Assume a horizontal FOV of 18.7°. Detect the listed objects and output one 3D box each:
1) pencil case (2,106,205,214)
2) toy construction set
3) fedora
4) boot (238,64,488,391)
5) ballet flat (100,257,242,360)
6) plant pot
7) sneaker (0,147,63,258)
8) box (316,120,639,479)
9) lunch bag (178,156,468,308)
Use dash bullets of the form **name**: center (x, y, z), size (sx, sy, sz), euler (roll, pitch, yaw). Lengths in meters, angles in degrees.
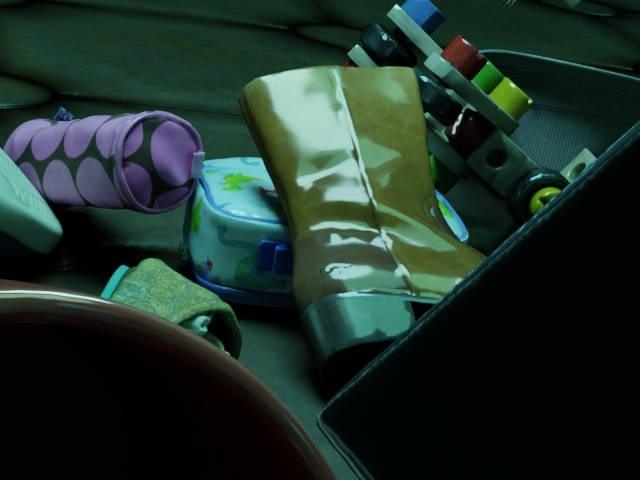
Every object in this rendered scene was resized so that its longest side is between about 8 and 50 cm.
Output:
- **pencil case**: center (-0.175, -0.063, 1.576), size (0.098, 0.095, 0.209), euler (16, -7, -35)
- **toy construction set**: center (0.160, -0.124, 1.754), size (0.237, 0.309, 0.257), euler (38, -16, -18)
- **fedora**: center (0.238, -0.108, 1.957), size (0.243, 0.124, 0.275), euler (12, 2, -1)
- **boot**: center (0.088, -0.015, 1.467), size (0.264, 0.096, 0.280), euler (-6, 50, -11)
- **ballet flat**: center (-0.120, 0.099, 1.149), size (0.123, 0.123, 0.348), euler (12, 17, 8)
- **plant pot**: center (-0.143, 0.133, 0.803), size (0.275, 0.275, 0.243), euler (4, 8, -19)
- **sneaker**: center (-0.337, -0.026, 1.430), size (0.131, 0.148, 0.350), euler (50, 14, 31)
- **box**: center (0.325, -0.005, 0.989), size (0.297, 0.480, 0.472), euler (50, 25, 7)
- **lunch bag**: center (0.000, 0.000, 1.556), size (0.219, 0.090, 0.176), euler (5, 16, -14)
